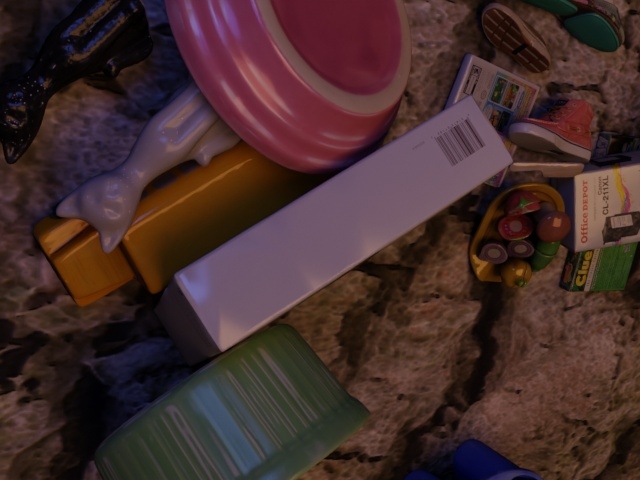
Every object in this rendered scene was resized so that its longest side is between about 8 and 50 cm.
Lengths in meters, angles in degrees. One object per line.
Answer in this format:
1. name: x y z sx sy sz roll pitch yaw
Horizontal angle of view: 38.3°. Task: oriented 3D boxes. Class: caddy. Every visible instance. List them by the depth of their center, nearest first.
1. caddy: 0.257 0.493 1.474 0.241 0.179 0.341 -23 119 -22

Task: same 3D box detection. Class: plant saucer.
1. plant saucer: -0.012 -0.238 0.970 0.332 0.084 0.332 21 61 -42

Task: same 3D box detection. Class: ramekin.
1. ramekin: -0.107 0.226 1.052 0.303 0.303 0.148 -33 83 -17

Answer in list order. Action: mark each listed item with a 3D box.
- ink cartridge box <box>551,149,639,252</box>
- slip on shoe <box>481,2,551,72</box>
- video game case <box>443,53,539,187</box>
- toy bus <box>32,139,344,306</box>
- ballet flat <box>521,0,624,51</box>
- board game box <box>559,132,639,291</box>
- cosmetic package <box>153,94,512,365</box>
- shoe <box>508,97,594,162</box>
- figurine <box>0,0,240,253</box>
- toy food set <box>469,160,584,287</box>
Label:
1. ink cartridge box: 0.448 -0.061 1.405 0.175 0.072 0.127 -10 109 -10
2. slip on shoe: 0.269 -0.284 1.262 0.135 0.051 0.041 32 50 -29
3. video game case: 0.229 -0.165 1.296 0.143 0.019 0.157 15 99 -36
4. toy bus: -0.145 -0.045 1.038 0.332 0.130 0.108 -33 123 -17
5. ballet flat: 0.354 -0.337 1.280 0.221 0.077 0.079 18 79 -35
6. board game box: 0.473 -0.042 1.491 0.136 0.030 0.260 1 108 -35
7. cosmetic package: 0.000 0.000 1.056 0.377 0.284 0.097 -32 91 -17
8. shoe: 0.333 -0.169 1.323 0.178 0.063 0.081 12 84 -42
9. figurine: -0.216 -0.121 0.931 0.215 0.092 0.209 44 75 -3
10. toy food set: 0.301 -0.010 1.334 0.128 0.071 0.218 6 123 -17
